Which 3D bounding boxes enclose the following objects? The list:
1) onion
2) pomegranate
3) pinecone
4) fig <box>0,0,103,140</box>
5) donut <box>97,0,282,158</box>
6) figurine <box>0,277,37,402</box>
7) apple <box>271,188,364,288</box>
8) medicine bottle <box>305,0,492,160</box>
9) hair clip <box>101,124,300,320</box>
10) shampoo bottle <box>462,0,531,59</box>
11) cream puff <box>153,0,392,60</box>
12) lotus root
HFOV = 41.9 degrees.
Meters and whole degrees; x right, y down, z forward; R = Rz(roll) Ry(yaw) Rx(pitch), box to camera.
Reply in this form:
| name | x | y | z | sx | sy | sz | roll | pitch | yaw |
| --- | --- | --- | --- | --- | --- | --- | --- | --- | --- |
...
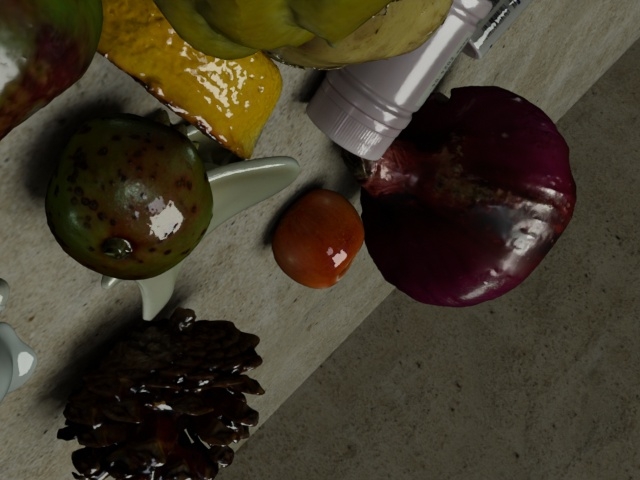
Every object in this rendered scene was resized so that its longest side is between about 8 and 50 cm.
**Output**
| name | x | y | z | sx | sy | sz | roll | pitch | yaw |
| --- | --- | --- | --- | --- | --- | --- | --- | --- | --- |
| onion | 0.198 | -0.085 | 1.399 | 0.420 | 0.398 | 0.398 | 12 | 121 | -48 |
| pomegranate | -0.173 | -0.054 | 0.796 | 0.159 | 0.159 | 0.205 | -59 | -172 | 37 |
| pinecone | -0.220 | 0.242 | 1.187 | 0.296 | 0.242 | 0.298 | -54 | 170 | 16 |
| fig | -0.217 | -0.123 | 0.445 | 0.181 | 0.181 | 0.191 | -45 | 142 | -12 |
| donut | -0.103 | -0.143 | 0.720 | 0.101 | 0.152 | 0.259 | -49 | 165 | 2 |
| figurine | -0.328 | 0.098 | 0.738 | 0.147 | 0.126 | 0.192 | -21 | 119 | -38 |
| apple | 0.000 | 0.000 | 1.390 | 0.163 | 0.139 | 0.163 | -42 | 162 | -18 |
| medicine bottle | 0.097 | -0.237 | 1.081 | 0.250 | 0.133 | 0.133 | -55 | 164 | 20 |
| hair clip | -0.142 | -0.053 | 0.954 | 0.282 | 0.113 | 0.172 | -40 | 164 | -7 |
| shampoo bottle | 0.314 | -0.424 | 1.297 | 0.303 | 0.092 | 0.092 | -49 | 165 | 2 |
| cream puff | 0.006 | -0.302 | 0.473 | 0.378 | 0.275 | 0.378 | -40 | -160 | 17 |
| lotus root | 0.021 | -0.239 | 0.794 | 0.284 | 0.146 | 0.160 | -27 | 146 | -47 |
